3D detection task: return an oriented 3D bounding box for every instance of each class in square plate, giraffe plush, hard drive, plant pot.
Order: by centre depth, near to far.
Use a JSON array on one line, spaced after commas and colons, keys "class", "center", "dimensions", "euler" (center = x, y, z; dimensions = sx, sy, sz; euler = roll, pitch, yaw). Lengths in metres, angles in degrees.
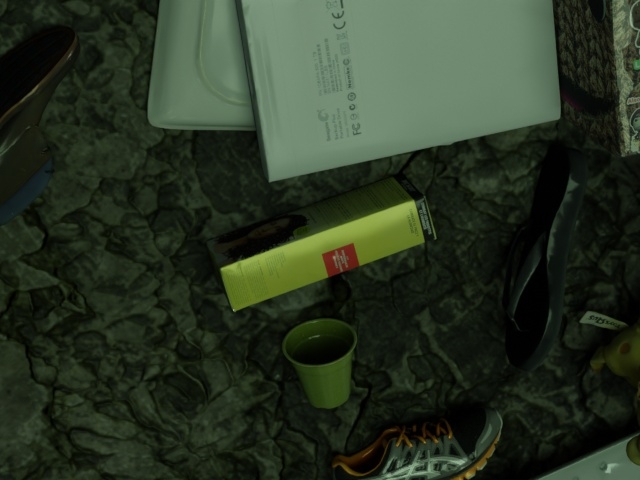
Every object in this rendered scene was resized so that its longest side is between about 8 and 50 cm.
[{"class": "hard drive", "center": [0.083, -0.193, 1.613], "dimensions": [0.319, 0.040, 0.210], "euler": [-13, 114, -10]}, {"class": "square plate", "center": [0.011, -0.266, 1.616], "dimensions": [0.347, 0.049, 0.344], "euler": [2, 109, -16]}, {"class": "plant pot", "center": [0.004, 0.142, 1.760], "dimensions": [0.083, 0.083, 0.079], "euler": [-16, 127, -9]}, {"class": "giraffe plush", "center": [0.409, 0.163, 1.791], "dimensions": [0.210, 0.170, 0.181], "euler": [2, 137, -12]}]

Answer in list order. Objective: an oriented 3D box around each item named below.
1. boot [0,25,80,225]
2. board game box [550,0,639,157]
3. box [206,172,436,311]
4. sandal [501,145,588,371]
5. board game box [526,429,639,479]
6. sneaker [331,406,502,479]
[{"class": "boot", "center": [-0.301, -0.111, 1.590], "dimensions": [0.219, 0.082, 0.106], "euler": [-46, 137, 0]}, {"class": "board game box", "center": [0.311, -0.263, 1.597], "dimensions": [0.141, 0.232, 0.291], "euler": [-13, 112, -10]}, {"class": "box", "center": [0.000, 0.000, 1.694], "dimensions": [0.232, 0.087, 0.058], "euler": [-19, 114, -9]}, {"class": "sandal", "center": [0.237, 0.018, 1.767], "dimensions": [0.054, 0.097, 0.254], "euler": [7, 98, -19]}, {"class": "board game box", "center": [0.387, 0.421, 1.945], "dimensions": [0.390, 0.050, 0.390], "euler": [-22, 106, -9]}, {"class": "sneaker", "center": [0.111, 0.247, 1.822], "dimensions": [0.215, 0.084, 0.083], "euler": [-30, 110, -2]}]
